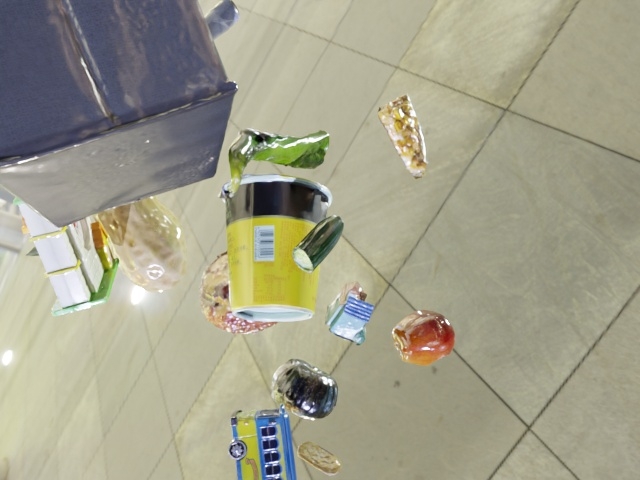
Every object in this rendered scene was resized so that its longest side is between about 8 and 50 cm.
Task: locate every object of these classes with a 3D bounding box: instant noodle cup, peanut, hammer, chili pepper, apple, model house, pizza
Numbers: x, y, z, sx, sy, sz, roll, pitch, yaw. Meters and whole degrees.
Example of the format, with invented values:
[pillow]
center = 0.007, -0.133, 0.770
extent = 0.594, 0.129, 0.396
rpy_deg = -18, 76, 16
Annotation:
[instant noodle cup]
center = -0.084, 0.021, 1.001
extent = 0.216, 0.216, 0.235
rpy_deg = -20, 63, 47
[peanut]
center = -0.453, -0.054, 1.371
extent = 0.170, 0.192, 0.386
rpy_deg = -26, 91, 35
[hammer]
center = -0.290, -0.236, 0.861
extent = 0.427, 0.152, 0.044
rpy_deg = -46, 56, -5
[chili pepper]
center = -0.073, -0.145, 0.927
extent = 0.076, 0.359, 0.084
rpy_deg = 34, 112, 12
[apple]
center = 0.287, 0.273, 1.550
extent = 0.156, 0.158, 0.146
rpy_deg = -123, 26, -43
[model house]
center = 0.094, 0.175, 1.497
extent = 0.148, 0.120, 0.148
rpy_deg = -76, 9, -56
[pizza]
center = 0.146, -0.203, 0.971
extent = 0.041, 0.131, 0.178
rpy_deg = -22, 50, 30

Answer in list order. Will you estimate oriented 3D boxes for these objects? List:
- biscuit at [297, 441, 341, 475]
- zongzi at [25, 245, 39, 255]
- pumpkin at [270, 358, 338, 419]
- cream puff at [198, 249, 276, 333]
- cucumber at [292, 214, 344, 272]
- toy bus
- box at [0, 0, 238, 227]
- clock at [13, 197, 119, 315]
[biscuit]
center = -0.004, 0.658, 1.662
extent = 0.147, 0.071, 0.018
rpy_deg = 24, 124, 23
[zongzi]
center = -0.685, -0.009, 1.408
extent = 0.055, 0.119, 0.109
rpy_deg = 37, 110, 16
[pumpkin]
center = -0.054, 0.491, 1.805
extent = 0.233, 0.233, 0.162
rpy_deg = 19, 84, 56
[cream puff]
center = -0.215, 0.162, 1.709
extent = 0.350, 0.351, 0.228
rpy_deg = 36, 141, 56
[cucumber]
center = 0.000, 0.000, 0.874
extent = 0.048, 0.048, 0.105
rpy_deg = -3, 39, 53
[toy bus]
center = -0.162, 0.623, 1.553
extent = 0.138, 0.175, 0.287
rpy_deg = 93, 170, -82
[box]
center = -0.264, -0.171, 0.660
extent = 0.204, 0.251, 0.345
rpy_deg = 68, 162, 1
[clock]
center = -0.508, -0.015, 1.105
extent = 0.220, 0.106, 0.255
rpy_deg = -124, 21, -65
